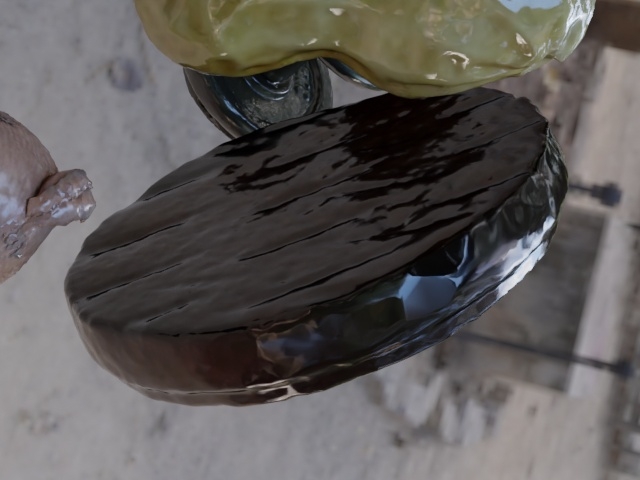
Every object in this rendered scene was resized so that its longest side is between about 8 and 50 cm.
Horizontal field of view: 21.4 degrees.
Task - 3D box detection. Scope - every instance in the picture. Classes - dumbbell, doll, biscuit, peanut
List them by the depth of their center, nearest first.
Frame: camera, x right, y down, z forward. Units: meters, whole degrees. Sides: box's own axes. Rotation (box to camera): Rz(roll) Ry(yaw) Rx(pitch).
[{"bbox_3d":[-0.288,-0.037,0.974,0.303,0.201,0.156,-5,91,-53],"label":"doll"},{"bbox_3d":[0.028,-0.169,1.119,0.147,0.305,0.147,-173,-90,-89],"label":"peanut"},{"bbox_3d":[0.000,0.000,1.334,0.407,0.407,0.091,-49,125,-50],"label":"biscuit"},{"bbox_3d":[-0.013,-0.196,1.582,0.192,0.290,0.192,25,51,-34],"label":"dumbbell"}]
